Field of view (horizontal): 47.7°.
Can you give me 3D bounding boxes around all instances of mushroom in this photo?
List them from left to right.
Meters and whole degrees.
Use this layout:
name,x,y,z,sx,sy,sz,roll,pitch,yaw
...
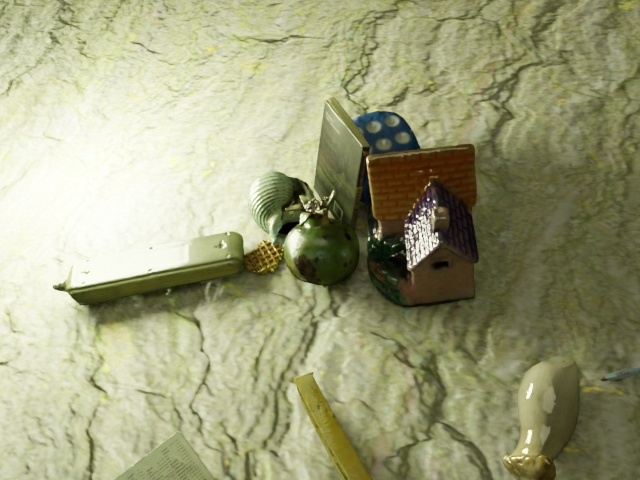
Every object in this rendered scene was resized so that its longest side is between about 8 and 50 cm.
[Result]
name,x,y,z,sx,sy,sz,roll,pitch,yaw
mushroom,0.341,0.271,1.112,0.097,0.088,0.212,10,62,30

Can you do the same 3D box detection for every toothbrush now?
name,x,y,z,sx,sy,sz,roll,pitch,yaw
toothbrush,0.547,0.201,1.165,0.193,0.019,0.013,-14,53,3

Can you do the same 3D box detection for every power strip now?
name,x,y,z,sx,sy,sz,roll,pitch,yaw
power strip,-0.339,0.060,1.427,0.388,0.066,0.092,-10,44,3

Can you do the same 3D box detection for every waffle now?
name,x,y,z,sx,sy,sz,roll,pitch,yaw
waffle,-0.111,0.031,1.431,0.078,0.016,0.085,22,61,24

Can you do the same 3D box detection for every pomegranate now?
name,x,y,z,sx,sy,sz,roll,pitch,yaw
pomegranate,-0.004,0.005,1.332,0.149,0.169,0.148,-20,33,14

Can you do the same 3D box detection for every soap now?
name,x,y,z,sx,sy,sz,roll,pitch,yaw
soap,0.031,0.326,1.132,0.037,0.092,0.252,-26,53,-10

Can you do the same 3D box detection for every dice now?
name,x,y,z,sx,sy,sz,roll,pitch,yaw
dice,0.118,-0.162,1.449,0.143,0.146,0.146,-21,56,-8

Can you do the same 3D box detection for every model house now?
name,x,y,z,sx,sy,sz,roll,pitch,yaw
model house,0.174,-0.040,1.285,0.202,0.237,0.236,-1,54,9

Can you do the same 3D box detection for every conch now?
name,x,y,z,sx,sy,sz,roll,pitch,yaw
conch,-0.075,-0.065,1.442,0.135,0.102,0.153,-8,85,-8

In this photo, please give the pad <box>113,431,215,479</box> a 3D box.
name,x,y,z,sx,sy,sz,roll,pitch,yaw
pad,-0.298,0.440,1.160,0.265,0.009,0.159,-37,50,-17

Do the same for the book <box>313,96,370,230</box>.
name,x,y,z,sx,sy,sz,roll,pitch,yaw
book,0.038,-0.139,1.397,0.024,0.228,0.160,-14,50,-21
